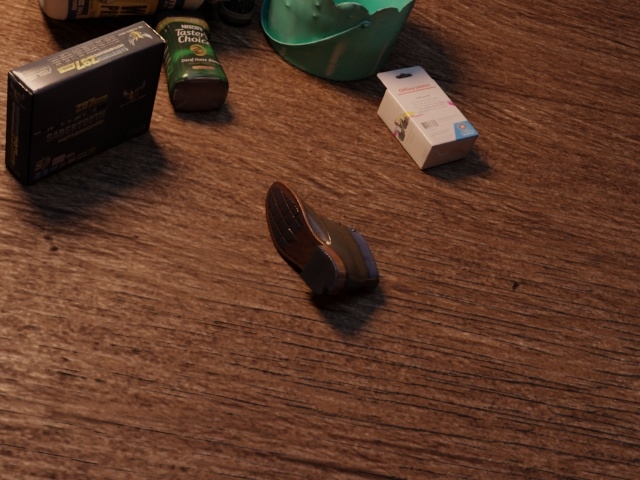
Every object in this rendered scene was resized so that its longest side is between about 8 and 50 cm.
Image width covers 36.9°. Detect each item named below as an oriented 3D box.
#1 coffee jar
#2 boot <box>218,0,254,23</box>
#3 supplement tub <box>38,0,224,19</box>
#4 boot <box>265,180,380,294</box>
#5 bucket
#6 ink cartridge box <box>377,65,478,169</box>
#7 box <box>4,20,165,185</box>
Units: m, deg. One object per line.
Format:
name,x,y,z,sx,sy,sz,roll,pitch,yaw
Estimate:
coffee jar,-0.217,-0.301,1.579,0.096,0.079,0.184,-5,52,-23
boot,-0.136,-0.529,1.737,0.085,0.178,0.236,7,49,-14
supplement tub,-0.311,-0.489,1.595,0.316,0.228,0.228,-8,54,-20
boot,0.000,0.000,1.416,0.106,0.082,0.219,8,40,-43
bucket,0.034,-0.431,1.710,0.281,0.183,0.281,10,47,-11
ink cartridge box,0.174,-0.214,1.653,0.104,0.061,0.181,-16,58,-30
box,-0.338,-0.197,1.376,0.059,0.183,0.233,42,49,18
